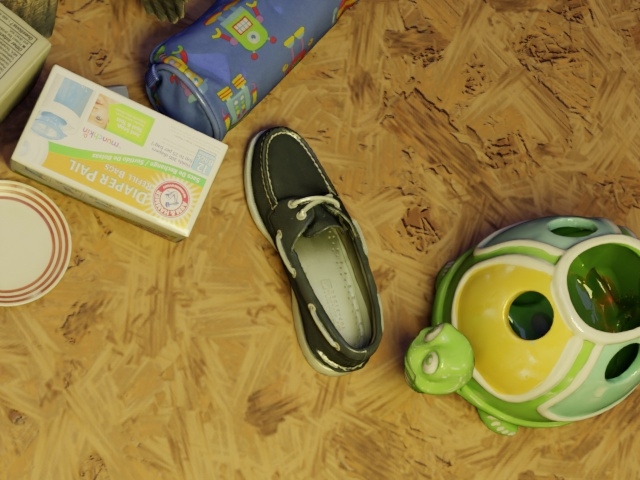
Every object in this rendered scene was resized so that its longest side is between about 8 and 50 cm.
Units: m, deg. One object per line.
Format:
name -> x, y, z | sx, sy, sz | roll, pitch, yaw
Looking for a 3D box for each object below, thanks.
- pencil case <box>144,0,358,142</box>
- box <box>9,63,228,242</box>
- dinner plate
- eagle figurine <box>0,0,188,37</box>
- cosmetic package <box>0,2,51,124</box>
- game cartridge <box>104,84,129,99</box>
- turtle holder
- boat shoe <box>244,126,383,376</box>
pencil case -> -0.078, -0.245, 1.504 | 0.133, 0.119, 0.306 | 44, 63, -7
box -> -0.217, -0.088, 1.395 | 0.203, 0.103, 0.114 | 24, 81, -11
dinner plate -> -0.337, 0.004, 1.381 | 0.141, 0.017, 0.141 | 6, 71, -19
eagle figurine -> -0.272, -0.383, 1.446 | 0.225, 0.226, 0.298 | 10, 62, -39
cosmetic package -> -0.430, -0.124, 1.328 | 0.153, 0.129, 0.296 | 40, 63, -5
game cartridge -> -0.238, -0.134, 1.466 | 0.056, 0.017, 0.083 | -11, 76, -19
turtle holder -> 0.240, 0.078, 1.451 | 0.320, 0.227, 0.243 | 11, 69, -17
boat shoe -> 0.000, 0.000, 1.465 | 0.114, 0.091, 0.302 | -17, 79, -25
